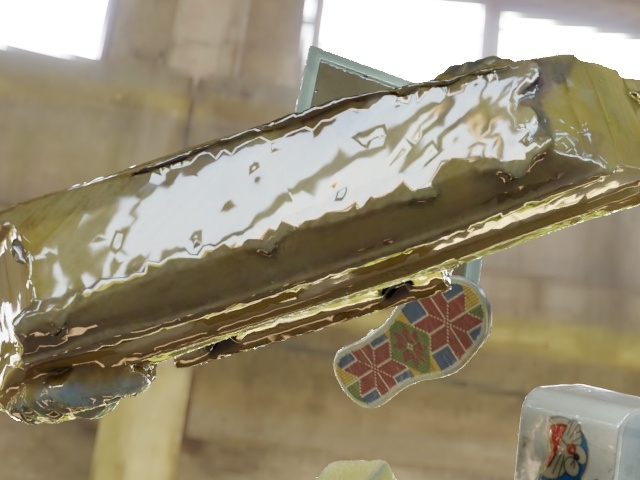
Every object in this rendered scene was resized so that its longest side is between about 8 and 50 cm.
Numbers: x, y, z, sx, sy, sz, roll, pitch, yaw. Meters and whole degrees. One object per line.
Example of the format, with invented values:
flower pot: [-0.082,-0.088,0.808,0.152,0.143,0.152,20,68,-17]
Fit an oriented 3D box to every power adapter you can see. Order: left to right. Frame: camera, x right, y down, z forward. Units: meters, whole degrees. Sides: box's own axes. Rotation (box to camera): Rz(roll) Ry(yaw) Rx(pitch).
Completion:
power adapter: [0.321,0.230,2.077,0.125,0.130,0.205,1,5,-44]

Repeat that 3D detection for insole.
insole: [0.063,0.074,1.404,0.065,0.006,0.193,55,-38,2]

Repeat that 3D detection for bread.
bread: [0.045,0.282,2.041,0.080,0.084,0.109,-10,-66,40]

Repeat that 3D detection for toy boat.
toy boat: [0.000,0.000,1.203,0.446,0.136,0.162,-18,-25,7]

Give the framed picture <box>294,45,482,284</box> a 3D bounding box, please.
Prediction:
framed picture: [0.065,-0.061,1.938,0.217,0.274,0.017,21,-41,-8]

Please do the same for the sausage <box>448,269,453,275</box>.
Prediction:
sausage: [0.029,-0.012,1.527,0.179,0.089,0.089,33,-10,46]
